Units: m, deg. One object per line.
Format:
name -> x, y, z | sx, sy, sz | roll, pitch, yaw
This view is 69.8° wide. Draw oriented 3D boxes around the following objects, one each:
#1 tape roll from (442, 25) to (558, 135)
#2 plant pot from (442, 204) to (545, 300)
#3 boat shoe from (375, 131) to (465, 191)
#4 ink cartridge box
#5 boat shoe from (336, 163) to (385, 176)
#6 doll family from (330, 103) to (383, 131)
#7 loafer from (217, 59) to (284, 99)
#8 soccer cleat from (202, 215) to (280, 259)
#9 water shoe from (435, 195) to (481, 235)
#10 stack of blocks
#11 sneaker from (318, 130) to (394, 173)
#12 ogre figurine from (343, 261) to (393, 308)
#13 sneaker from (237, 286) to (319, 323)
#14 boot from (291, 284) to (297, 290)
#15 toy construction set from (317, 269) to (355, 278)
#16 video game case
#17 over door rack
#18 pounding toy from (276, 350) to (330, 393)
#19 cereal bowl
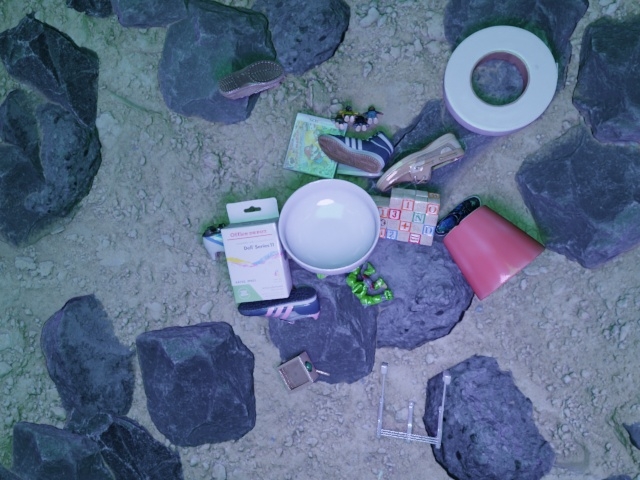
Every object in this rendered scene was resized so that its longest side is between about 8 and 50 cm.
tape roll -> 0.646, -0.577, 1.666 | 0.392, 0.072, 0.392 | 0, 88, 8
plant pot -> 0.574, 0.029, 1.575 | 0.275, 0.275, 0.243 | -41, 74, 6
boat shoe -> 0.363, -0.264, 1.676 | 0.341, 0.121, 0.110 | -32, 83, 6
ink cartridge box -> -0.235, 0.035, 1.672 | 0.207, 0.119, 0.353 | -8, 103, 8
boat shoe -> 0.155, -0.273, 1.743 | 0.184, 0.066, 0.063 | 7, 90, 19
doll family -> 0.138, -0.466, 1.730 | 0.193, 0.111, 0.076 | 9, 124, -3
loafer -> -0.273, -0.629, 1.807 | 0.268, 0.092, 0.102 | -18, 87, -8
soccer cleat -> -0.293, -0.011, 1.791 | 0.331, 0.116, 0.143 | -12, 109, 6
water shoe -> 0.505, -0.086, 1.668 | 0.203, 0.080, 0.073 | -41, 83, 6
stack of blocks -> 0.269, -0.097, 1.663 | 0.297, 0.087, 0.171 | 9, 123, 10
sneaker -> 0.139, -0.355, 1.714 | 0.282, 0.099, 0.153 | 27, 58, 23
ogre figurine -> 0.169, 0.162, 1.706 | 0.118, 0.097, 0.197 | -36, 87, 0
sneaker -> -0.156, 0.271, 1.751 | 0.319, 0.112, 0.131 | -8, 118, 15
boot -> -0.157, 0.188, 1.789 | 0.118, 0.042, 0.087 | 43, 103, 6
toy construction set -> 0.000, 0.000, 1.709 | 0.215, 0.151, 0.327 | -34, 73, 33
video game case -> -0.020, -0.367, 1.788 | 0.206, 0.026, 0.227 | 15, 91, 9
over door rack -> 0.330, 0.579, 1.647 | 0.240, 0.108, 0.324 | 5, 110, 10
pounding toy -> -0.065, 0.498, 1.743 | 0.141, 0.100, 0.130 | -32, 83, 17
cereal bowl -> 0.034, -0.034, 1.567 | 0.339, 0.141, 0.339 | -2, 69, 4
